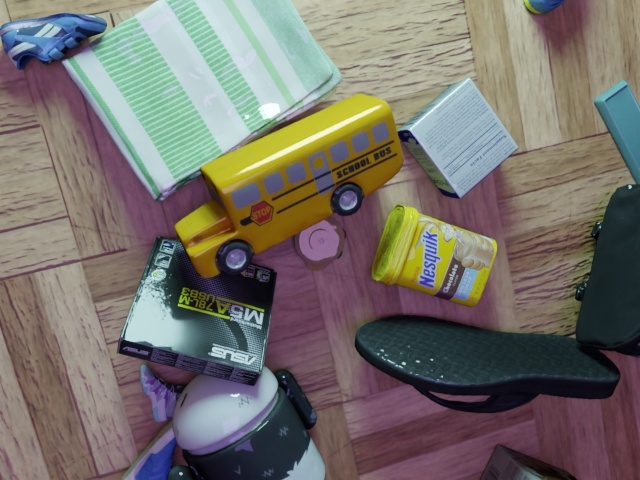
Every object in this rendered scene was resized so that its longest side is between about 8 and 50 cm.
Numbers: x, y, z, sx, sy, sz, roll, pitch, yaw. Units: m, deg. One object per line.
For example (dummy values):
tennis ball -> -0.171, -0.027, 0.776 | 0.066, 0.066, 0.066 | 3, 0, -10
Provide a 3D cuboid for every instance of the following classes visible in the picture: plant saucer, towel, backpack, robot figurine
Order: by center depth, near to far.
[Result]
towel -> -0.164, -0.239, 0.807 | 0.324, 0.038, 0.248 | -34, 94, -5
robot figurine -> -0.102, 0.311, 0.835 | 0.173, 0.209, 0.278 | -26, 100, 9
backpack -> 0.649, 0.091, 0.931 | 0.355, 0.273, 0.291 | 20, 86, -25
plant saucer -> 0.543, -0.178, 0.976 | 0.067, 0.018, 0.192 | -35, 103, -5

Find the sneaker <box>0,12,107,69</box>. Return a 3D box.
sneaker -> -0.359, -0.272, 0.772 | 0.144, 0.053, 0.059 | -12, 98, -1

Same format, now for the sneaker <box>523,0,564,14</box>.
sneaker -> 0.400, -0.452, 0.882 | 0.069, 0.082, 0.210 | 31, 89, -11

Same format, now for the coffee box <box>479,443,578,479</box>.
coffee box -> 0.391, 0.462, 0.882 | 0.168, 0.297, 0.119 | 24, 92, -13

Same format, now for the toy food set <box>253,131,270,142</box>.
toy food set -> -0.094, -0.124, 0.858 | 0.077, 0.019, 0.122 | -36, 106, -5

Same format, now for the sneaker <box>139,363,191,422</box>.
sneaker -> -0.232, 0.224, 0.867 | 0.069, 0.038, 0.098 | -18, 109, -10

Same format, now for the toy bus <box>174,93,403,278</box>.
toy bus -> -0.049, -0.079, 0.800 | 0.332, 0.108, 0.130 | -28, 121, -14

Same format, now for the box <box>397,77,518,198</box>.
box -> 0.212, -0.157, 0.886 | 0.126, 0.072, 0.137 | -40, 102, -4

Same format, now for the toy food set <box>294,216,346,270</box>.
toy food set -> 0.000, 0.000, 0.890 | 0.082, 0.020, 0.083 | -38, 102, -5

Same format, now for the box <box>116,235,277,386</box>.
box -> -0.164, 0.096, 0.798 | 0.190, 0.184, 0.045 | 18, 132, -12

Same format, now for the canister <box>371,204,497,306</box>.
canister -> 0.182, 0.027, 0.903 | 0.169, 0.073, 0.126 | 18, 94, -14

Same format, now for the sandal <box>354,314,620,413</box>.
sandal -> 0.266, 0.217, 0.905 | 0.444, 0.168, 0.107 | 9, 113, -12

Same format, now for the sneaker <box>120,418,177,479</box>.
sneaker -> -0.235, 0.348, 0.867 | 0.084, 0.058, 0.152 | 39, 93, -7
